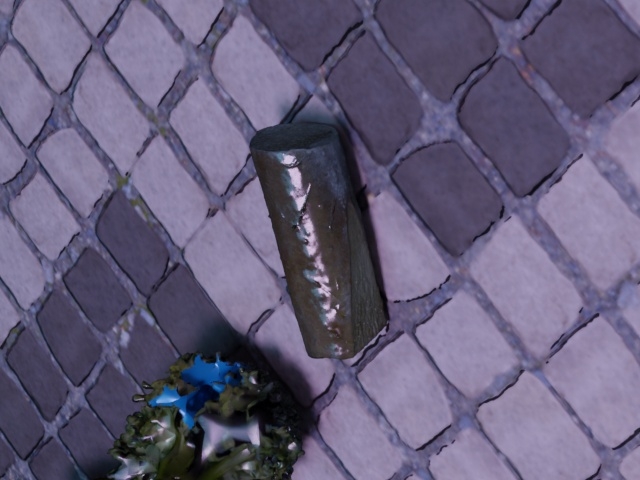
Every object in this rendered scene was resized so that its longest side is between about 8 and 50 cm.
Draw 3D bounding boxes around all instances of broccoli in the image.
[{"bbox_3d":[-0.097,0.168,1.382,0.167,0.160,0.154,16,125,18],"label":"broccoli"}]

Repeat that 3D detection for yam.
[{"bbox_3d":[0.000,0.000,1.252,0.068,0.068,0.169,2,114,46],"label":"yam"}]

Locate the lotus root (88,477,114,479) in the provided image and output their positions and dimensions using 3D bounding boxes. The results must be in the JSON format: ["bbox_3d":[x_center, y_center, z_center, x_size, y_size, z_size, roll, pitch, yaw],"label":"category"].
[{"bbox_3d":[-0.181,0.278,1.571,0.209,0.120,0.120,21,127,34],"label":"lotus root"}]
